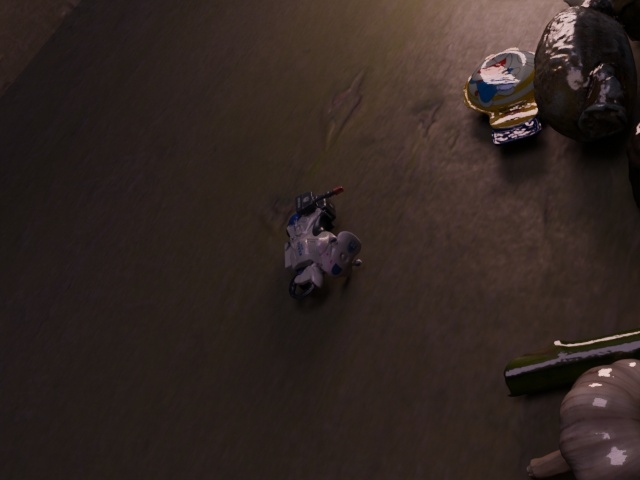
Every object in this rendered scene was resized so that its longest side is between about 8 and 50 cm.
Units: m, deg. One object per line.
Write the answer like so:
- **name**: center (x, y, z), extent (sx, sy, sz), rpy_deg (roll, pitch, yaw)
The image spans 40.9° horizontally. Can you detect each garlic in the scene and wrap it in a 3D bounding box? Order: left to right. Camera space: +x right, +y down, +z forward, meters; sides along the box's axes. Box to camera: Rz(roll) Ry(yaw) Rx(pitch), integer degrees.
- **garlic**: center (0.351, 0.266, 1.066), extent (0.226, 0.199, 0.199), rpy_deg (-42, 27, 47)

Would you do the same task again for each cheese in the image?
- **cheese**: center (0.353, -0.273, 1.598), extent (0.176, 0.069, 0.270), rpy_deg (-16, 45, 19)

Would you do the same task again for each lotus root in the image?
- **lotus root**: center (0.455, -0.299, 1.491), extent (0.175, 0.175, 0.350), rpy_deg (-10, 42, 24)

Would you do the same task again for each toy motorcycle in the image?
- **toy motorcycle**: center (0.000, 0.000, 1.541), extent (0.150, 0.102, 0.221), rpy_deg (-30, 41, 23)

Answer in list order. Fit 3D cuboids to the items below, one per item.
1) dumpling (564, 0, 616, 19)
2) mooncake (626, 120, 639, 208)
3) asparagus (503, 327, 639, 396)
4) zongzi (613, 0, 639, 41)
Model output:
- **dumpling**: center (0.577, -0.512, 1.668), extent (0.252, 0.131, 0.179), rpy_deg (29, 88, 22)
- **mooncake**: center (0.577, -0.127, 1.286), extent (0.228, 0.124, 0.228), rpy_deg (-17, 43, 16)
- **asparagus**: center (0.389, 0.160, 1.181), extent (0.277, 0.060, 0.067), rpy_deg (-14, 64, 20)
- **zongzi**: center (0.672, -0.383, 1.498), extent (0.125, 0.274, 0.251), rpy_deg (-47, 4, -27)
